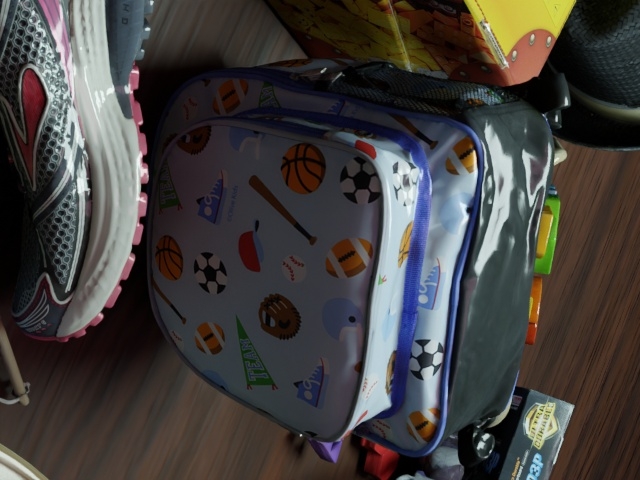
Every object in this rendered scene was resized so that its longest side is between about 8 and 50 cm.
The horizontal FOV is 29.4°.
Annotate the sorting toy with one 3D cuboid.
[{"bbox_3d":[0.170,0.035,0.993,0.307,0.041,0.229,-43,144,-78],"label":"sorting toy"}]

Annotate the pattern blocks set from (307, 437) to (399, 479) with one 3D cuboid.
[{"bbox_3d":[0.069,0.053,1.135,0.285,0.026,0.325,38,72,-59],"label":"pattern blocks set"}]

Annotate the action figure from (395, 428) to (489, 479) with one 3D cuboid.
[{"bbox_3d":[0.115,0.227,1.179,0.285,0.099,0.185,-59,157,-70],"label":"action figure"}]

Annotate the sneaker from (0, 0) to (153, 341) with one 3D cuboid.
[{"bbox_3d":[-0.164,-0.083,0.700,0.112,0.121,0.299,-5,113,-22],"label":"sneaker"}]

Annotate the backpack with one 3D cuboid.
[{"bbox_3d":[0.000,0.000,0.818,0.213,0.263,0.277,-6,110,-48],"label":"backpack"}]

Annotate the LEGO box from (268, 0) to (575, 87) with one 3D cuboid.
[{"bbox_3d":[0.106,-0.404,0.838,0.500,0.193,0.372,-62,145,-14],"label":"LEGO box"}]

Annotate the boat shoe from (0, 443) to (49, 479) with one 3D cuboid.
[{"bbox_3d":[-0.196,0.243,0.767,0.122,0.110,0.341,-47,131,-32],"label":"boat shoe"}]

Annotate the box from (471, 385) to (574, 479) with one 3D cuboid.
[{"bbox_3d":[0.188,0.239,1.272,0.220,0.051,0.175,122,-11,-86],"label":"box"}]

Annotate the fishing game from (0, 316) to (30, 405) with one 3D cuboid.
[{"bbox_3d":[-0.275,0.129,0.690,0.264,0.041,0.189,-47,145,-36],"label":"fishing game"}]

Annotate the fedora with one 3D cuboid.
[{"bbox_3d":[0.255,-0.249,1.015,0.152,0.334,0.334,24,85,-55],"label":"fedora"}]
